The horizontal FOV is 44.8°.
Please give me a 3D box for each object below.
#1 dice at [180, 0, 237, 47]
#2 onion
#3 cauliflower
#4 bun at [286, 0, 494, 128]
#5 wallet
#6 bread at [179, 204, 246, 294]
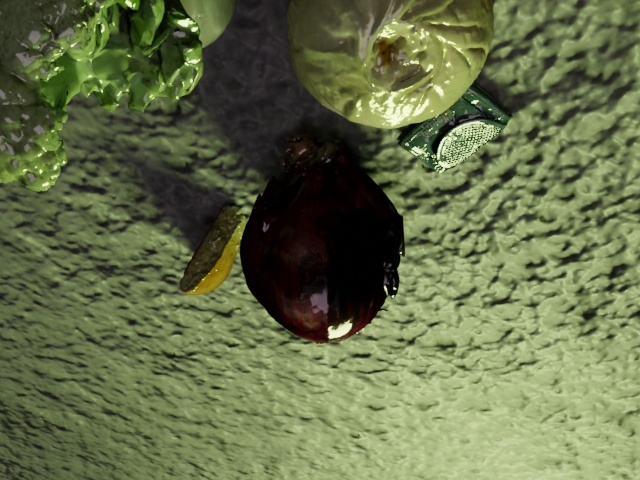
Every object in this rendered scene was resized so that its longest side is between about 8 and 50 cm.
[{"bbox_3d":[-0.188,-0.306,0.783,0.193,0.194,0.192,2,133,6],"label":"dice"},{"bbox_3d":[0.000,0.020,1.014,0.221,0.281,0.281,1,134,4],"label":"onion"},{"bbox_3d":[-0.221,-0.176,0.666,0.250,0.275,0.272,-5,109,-35],"label":"cauliflower"},{"bbox_3d":[0.067,-0.226,0.847,0.244,0.153,0.244,8,133,9],"label":"bun"},{"bbox_3d":[0.171,-0.140,0.993,0.088,0.026,0.129,33,131,-20],"label":"wallet"},{"bbox_3d":[-0.164,0.036,1.152,0.054,0.136,0.154,27,132,9],"label":"bread"}]
